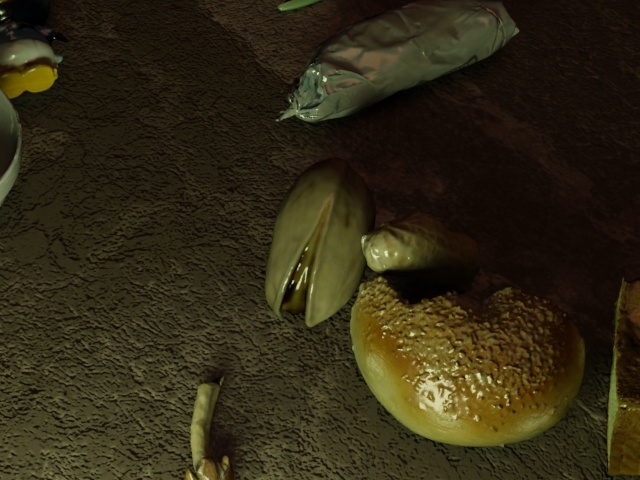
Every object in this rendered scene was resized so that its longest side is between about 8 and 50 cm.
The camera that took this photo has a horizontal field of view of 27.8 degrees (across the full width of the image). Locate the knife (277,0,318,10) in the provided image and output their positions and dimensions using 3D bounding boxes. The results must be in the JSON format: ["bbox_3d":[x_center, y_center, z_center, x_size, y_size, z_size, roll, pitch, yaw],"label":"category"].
[{"bbox_3d":[0.047,-0.439,2.160,0.293,0.020,0.043,-26,60,-25],"label":"knife"}]

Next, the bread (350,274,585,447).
[{"bbox_3d":[0.179,0.160,1.649,0.314,0.171,0.192,17,50,5],"label":"bread"}]

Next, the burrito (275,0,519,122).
[{"bbox_3d":[0.104,-0.286,2.006,0.445,0.101,0.139,-25,64,-24],"label":"burrito"}]

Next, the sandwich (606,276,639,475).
[{"bbox_3d":[0.406,0.178,1.661,0.065,0.186,0.214,4,49,11],"label":"sandwich"}]

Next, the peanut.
[{"bbox_3d":[0.145,0.017,1.755,0.214,0.099,0.099,21,43,-40],"label":"peanut"}]

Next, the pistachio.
[{"bbox_3d":[0.000,0.000,1.760,0.138,0.153,0.238,13,79,13],"label":"pistachio"}]

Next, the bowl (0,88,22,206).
[{"bbox_3d":[-0.544,-0.096,1.738,0.287,0.144,0.287,4,54,-5],"label":"bowl"}]

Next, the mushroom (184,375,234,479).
[{"bbox_3d":[-0.139,0.242,1.610,0.060,0.061,0.187,-2,50,-4],"label":"mushroom"}]

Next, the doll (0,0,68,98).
[{"bbox_3d":[-0.481,-0.354,1.941,0.177,0.141,0.314,-17,61,-15],"label":"doll"}]
